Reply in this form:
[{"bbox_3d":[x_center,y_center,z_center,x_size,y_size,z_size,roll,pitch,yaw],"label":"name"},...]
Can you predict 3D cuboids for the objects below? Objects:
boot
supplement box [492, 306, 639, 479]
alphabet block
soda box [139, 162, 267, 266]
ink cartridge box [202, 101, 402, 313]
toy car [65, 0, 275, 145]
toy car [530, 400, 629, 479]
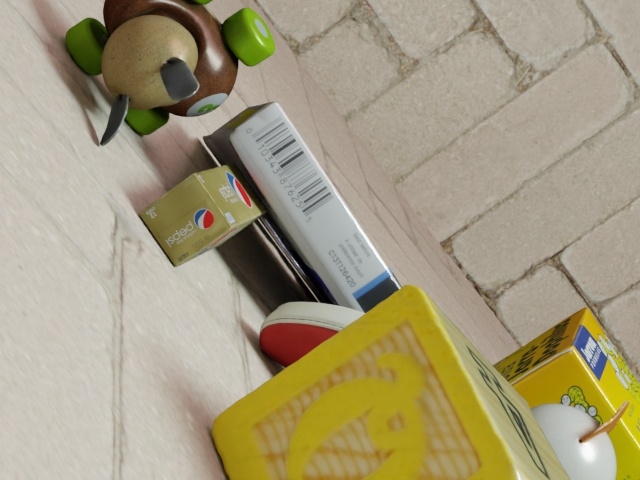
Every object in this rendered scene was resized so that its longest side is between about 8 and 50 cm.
[{"bbox_3d":[0.034,0.165,1.350,0.244,0.176,0.088,24,-31,10],"label":"boot"},{"bbox_3d":[0.302,0.284,1.701,0.356,0.195,0.194,55,18,-1],"label":"supplement box"},{"bbox_3d":[0.068,0.186,1.125,0.197,0.192,0.193,44,13,-46],"label":"alphabet block"},{"bbox_3d":[-0.101,-0.025,1.400,0.058,0.061,0.181,55,10,1],"label":"soda box"},{"bbox_3d":[0.000,0.000,1.600,0.304,0.072,0.307,54,-2,-8],"label":"ink cartridge box"},{"bbox_3d":[-0.140,-0.148,1.404,0.149,0.155,0.188,50,20,-25],"label":"toy car"},{"bbox_3d":[0.196,0.226,1.466,0.219,0.238,0.210,58,10,16],"label":"toy car"}]
